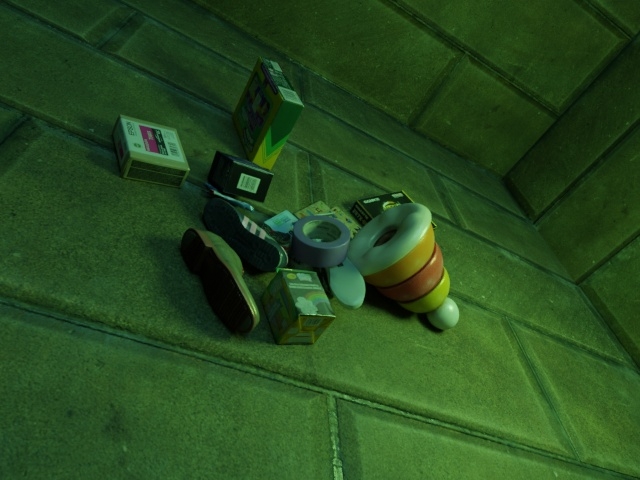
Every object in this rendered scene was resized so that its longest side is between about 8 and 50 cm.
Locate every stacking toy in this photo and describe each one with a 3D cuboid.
[{"bbox_3d":[0.341,0.136,1.650,0.479,0.351,0.350,50,26,-20],"label":"stacking toy"}]

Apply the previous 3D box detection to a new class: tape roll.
[{"bbox_3d":[0.000,0.000,1.503,0.189,0.080,0.189,5,34,-4],"label":"tape roll"}]

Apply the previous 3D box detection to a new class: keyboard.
[{"bbox_3d":[-0.021,-0.082,1.680,0.014,0.072,0.256,63,23,4],"label":"keyboard"}]

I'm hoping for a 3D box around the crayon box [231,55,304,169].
[{"bbox_3d":[-0.231,-0.530,1.911,0.106,0.313,0.362,8,41,-34],"label":"crayon box"}]

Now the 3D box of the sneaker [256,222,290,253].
[{"bbox_3d":[-0.166,0.000,1.513,0.161,0.075,0.057,22,35,31],"label":"sneaker"}]

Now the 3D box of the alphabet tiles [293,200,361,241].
[{"bbox_3d":[0.052,-0.040,1.821,0.285,0.011,0.342,42,31,9],"label":"alphabet tiles"}]

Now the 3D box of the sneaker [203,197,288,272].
[{"bbox_3d":[-0.232,-0.009,1.436,0.319,0.112,0.131,42,5,17],"label":"sneaker"}]

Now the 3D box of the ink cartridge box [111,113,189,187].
[{"bbox_3d":[-0.550,-0.289,1.488,0.193,0.088,0.234,8,41,-40],"label":"ink cartridge box"}]

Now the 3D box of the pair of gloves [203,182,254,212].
[{"bbox_3d":[-0.302,-0.143,1.516,0.159,0.023,0.198,25,2,-29],"label":"pair of gloves"}]

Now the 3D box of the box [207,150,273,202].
[{"bbox_3d":[-0.278,-0.220,1.574,0.153,0.108,0.207,14,13,-34],"label":"box"}]

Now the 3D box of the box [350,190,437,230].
[{"bbox_3d":[0.331,-0.096,2.060,0.322,0.079,0.257,-15,58,-40],"label":"box"}]

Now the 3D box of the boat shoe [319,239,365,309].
[{"bbox_3d":[0.057,0.128,1.505,0.113,0.104,0.306,-14,41,-18],"label":"boat shoe"}]

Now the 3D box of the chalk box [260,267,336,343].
[{"bbox_3d":[-0.074,0.168,1.296,0.133,0.132,0.213,9,39,-36],"label":"chalk box"}]

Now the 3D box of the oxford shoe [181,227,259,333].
[{"bbox_3d":[-0.242,0.095,1.241,0.130,0.123,0.348,1,46,-52],"label":"oxford shoe"}]

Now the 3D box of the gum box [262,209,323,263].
[{"bbox_3d":[-0.098,-0.016,1.608,0.184,0.041,0.157,40,31,8],"label":"gum box"}]
